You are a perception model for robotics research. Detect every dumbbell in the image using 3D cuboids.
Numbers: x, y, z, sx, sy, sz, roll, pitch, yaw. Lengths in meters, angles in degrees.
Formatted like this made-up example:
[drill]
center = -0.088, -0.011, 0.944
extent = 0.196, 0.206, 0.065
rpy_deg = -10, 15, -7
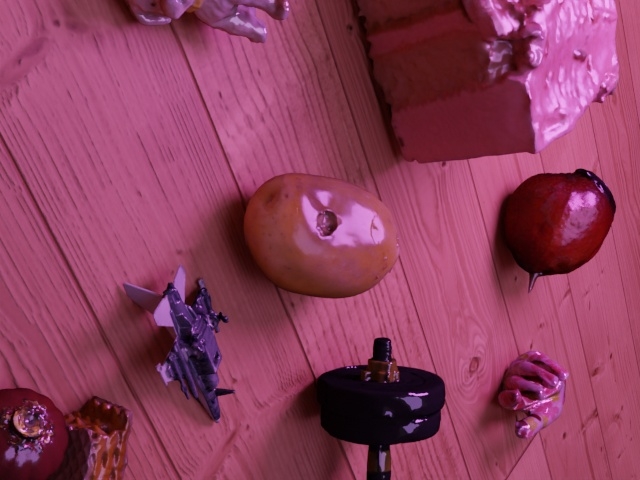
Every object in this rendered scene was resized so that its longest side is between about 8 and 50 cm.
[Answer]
[dumbbell]
center = 0.081, 0.331, 1.097
extent = 0.185, 0.185, 0.388
rpy_deg = -2, 93, -47

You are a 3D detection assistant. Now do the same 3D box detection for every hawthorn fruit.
[hawthorn fruit]
center = 0.437, -0.015, 1.463
extent = 0.189, 0.189, 0.251
rpy_deg = 27, 87, -45

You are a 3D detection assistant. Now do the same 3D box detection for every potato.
[potato]
center = 0.000, 0.000, 1.017
extent = 0.234, 0.146, 0.150
rpy_deg = 11, 41, -35

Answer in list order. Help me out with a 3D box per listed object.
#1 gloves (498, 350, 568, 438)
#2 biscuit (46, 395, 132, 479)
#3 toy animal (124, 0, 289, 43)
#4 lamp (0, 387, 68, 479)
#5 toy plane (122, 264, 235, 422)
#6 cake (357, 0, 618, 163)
[gloves]
center = 0.400, 0.285, 1.483
extent = 0.241, 0.126, 0.145
rpy_deg = 16, 106, -49
[biscuit]
center = -0.261, 0.356, 0.795
extent = 0.054, 0.094, 0.379
rpy_deg = 13, 84, -47
[toy animal]
center = -0.149, -0.319, 0.887
extent = 0.185, 0.104, 0.184
rpy_deg = -8, 70, -29
[lamp]
center = -0.295, 0.191, 0.750
extent = 0.101, 0.090, 0.101
rpy_deg = 25, 44, -27
[toy plane]
center = -0.143, 0.131, 0.918
extent = 0.160, 0.082, 0.234
rpy_deg = -73, 143, -53
[cake]
center = 0.253, -0.298, 1.158
extent = 0.314, 0.293, 0.307
rpy_deg = -30, 112, -35
